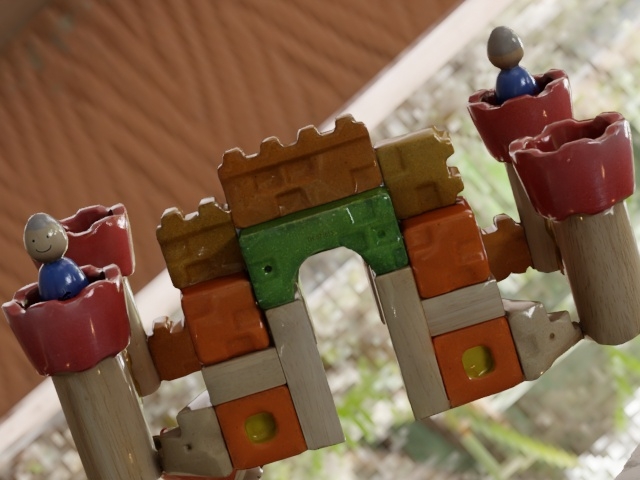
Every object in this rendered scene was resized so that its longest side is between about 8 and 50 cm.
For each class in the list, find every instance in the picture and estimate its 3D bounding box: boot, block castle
[{"bbox_3d":[-0.096,0.165,1.421,0.158,0.085,0.059,171,-59,-80],"label":"boot"},{"bbox_3d":[0.000,0.000,1.387,0.453,0.212,0.303,-17,-166,0],"label":"block castle"}]

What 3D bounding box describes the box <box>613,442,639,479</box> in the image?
[{"bbox_3d":[0.254,0.100,0.591,0.324,0.067,0.063,-4,-164,29],"label":"box"}]
